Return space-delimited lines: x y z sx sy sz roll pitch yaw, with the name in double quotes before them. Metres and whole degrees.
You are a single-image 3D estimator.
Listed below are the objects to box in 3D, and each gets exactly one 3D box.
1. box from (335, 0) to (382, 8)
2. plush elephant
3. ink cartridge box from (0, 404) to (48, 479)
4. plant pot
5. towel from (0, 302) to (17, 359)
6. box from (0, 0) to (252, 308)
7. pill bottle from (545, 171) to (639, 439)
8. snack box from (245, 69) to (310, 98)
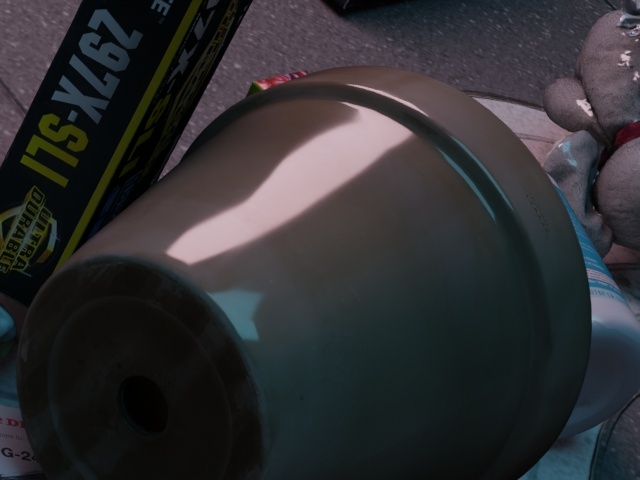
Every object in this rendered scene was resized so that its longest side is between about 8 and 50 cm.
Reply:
"box" 0.045 -0.425 2.048 0.294 0.182 0.296 45 33 19
"plush elephant" 0.339 -0.087 1.799 0.272 0.255 0.330 0 -15 21
"ink cartridge box" -0.203 0.171 1.134 0.109 0.063 0.150 14 36 -25
"plant pot" -0.030 0.067 1.170 0.323 0.323 0.280 42 31 16
"towel" -0.402 0.007 1.135 0.320 0.090 0.374 42 22 11
"box" -0.126 -0.127 1.313 0.079 0.322 0.257 30 15 2
"pill bottle" 0.163 0.031 1.555 0.146 0.146 0.264 10 38 -31
"snack box" 0.000 0.000 1.435 0.070 0.174 0.207 -18 57 -47
